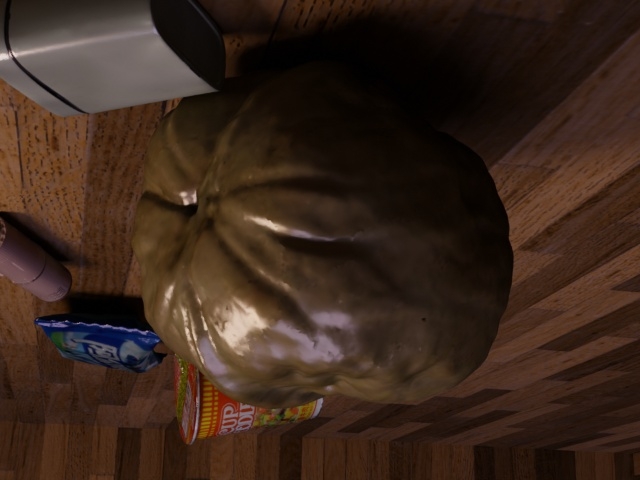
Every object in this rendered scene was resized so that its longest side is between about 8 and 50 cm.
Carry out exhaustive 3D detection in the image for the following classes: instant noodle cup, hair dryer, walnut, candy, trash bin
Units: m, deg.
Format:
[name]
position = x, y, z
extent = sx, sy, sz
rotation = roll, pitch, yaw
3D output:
[instant noodle cup]
position = -0.113, 0.222, 1.667
extent = 0.212, 0.193, 0.193
rotation = -1, 164, -18
[hair dryer]
position = -0.432, 0.016, 1.246
extent = 0.220, 0.053, 0.195
rotation = 5, 162, 10
[walnut]
position = -0.002, 0.000, 0.814
extent = 0.282, 0.253, 0.277
rotation = -12, 159, 29
[candy]
position = -0.323, 0.151, 1.594
extent = 0.187, 0.077, 0.331
rotation = 6, 164, -8
[trash bin]
position = -0.147, -0.134, 0.727
extent = 0.130, 0.059, 0.116
rotation = -6, 163, 18
